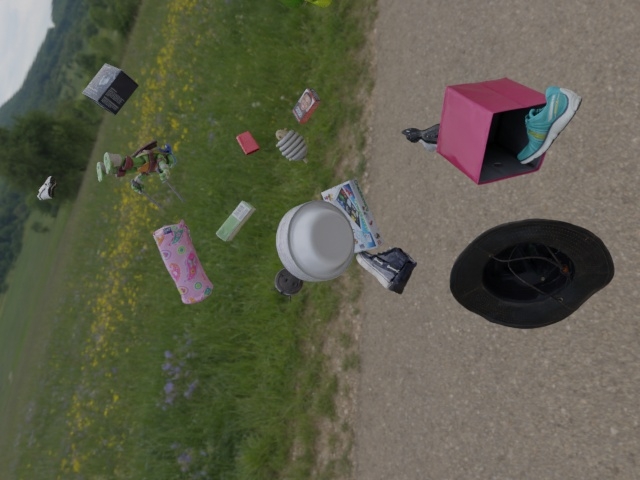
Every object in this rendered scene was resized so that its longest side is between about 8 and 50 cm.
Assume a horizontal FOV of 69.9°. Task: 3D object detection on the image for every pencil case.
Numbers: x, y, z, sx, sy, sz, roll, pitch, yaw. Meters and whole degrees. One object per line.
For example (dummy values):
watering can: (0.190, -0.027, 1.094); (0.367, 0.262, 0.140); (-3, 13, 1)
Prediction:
pencil case: (-0.469, 0.075, 1.577); (0.124, 0.124, 0.284); (15, 126, 60)

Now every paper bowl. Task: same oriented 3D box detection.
paper bowl: (0.000, 0.000, 1.608); (0.148, 0.284, 0.284); (-14, 65, 56)

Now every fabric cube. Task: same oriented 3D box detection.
fabric cube: (0.583, -0.376, 1.549); (0.258, 0.259, 0.254); (-121, 23, -50)

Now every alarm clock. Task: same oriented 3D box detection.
alarm clock: (-0.131, 0.169, 2.065); (0.192, 0.129, 0.064); (-59, -7, -18)

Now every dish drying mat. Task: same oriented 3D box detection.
dish drying mat: (-0.153, -0.205, 0.964); (0.083, 0.032, 0.008); (57, 169, 45)

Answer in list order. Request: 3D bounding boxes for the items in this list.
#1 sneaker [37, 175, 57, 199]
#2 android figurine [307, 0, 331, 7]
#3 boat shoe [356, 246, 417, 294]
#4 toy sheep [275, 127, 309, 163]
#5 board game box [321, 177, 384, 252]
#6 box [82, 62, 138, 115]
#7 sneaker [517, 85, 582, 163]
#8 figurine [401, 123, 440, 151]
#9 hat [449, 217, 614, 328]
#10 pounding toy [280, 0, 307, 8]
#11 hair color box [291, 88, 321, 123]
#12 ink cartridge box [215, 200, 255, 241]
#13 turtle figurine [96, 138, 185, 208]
sneaker: (-0.874, -0.168, 1.463); (0.109, 0.044, 0.040); (-109, 1, -49)
android figurine: (-0.032, -0.570, 0.846); (0.056, 0.273, 0.248); (1, 92, 46)
boat shoe: (0.281, 0.085, 1.936); (0.158, 0.127, 0.340); (-59, 32, 9)
toy sheep: (-0.083, -0.283, 1.382); (0.091, 0.132, 0.091); (-44, 17, 17)
board game box: (0.137, -0.099, 1.987); (0.193, 0.053, 0.305); (-16, 100, 50)
box: (-0.840, -0.606, 1.832); (0.156, 0.093, 0.158); (30, 82, 36)
sneaker: (0.660, -0.342, 1.363); (0.107, 0.110, 0.275); (-48, -16, -29)
figurine: (0.474, -0.418, 1.902); (0.209, 0.215, 0.092); (15, 91, 45)
hat: (0.450, 0.045, 1.021); (0.331, 0.331, 0.134); (-46, 19, 40)
pounding toy: (-0.118, -0.593, 0.986); (0.237, 0.110, 0.183); (-129, 23, -50)
hair color box: (-0.060, -0.567, 1.934); (0.141, 0.043, 0.072); (-43, 71, 47)
ink cartridge box: (-0.337, -0.080, 1.890); (0.171, 0.056, 0.235); (-51, 0, 2)
turtle figurine: (-0.629, -0.217, 1.625); (0.198, 0.266, 0.274); (28, 113, 43)
